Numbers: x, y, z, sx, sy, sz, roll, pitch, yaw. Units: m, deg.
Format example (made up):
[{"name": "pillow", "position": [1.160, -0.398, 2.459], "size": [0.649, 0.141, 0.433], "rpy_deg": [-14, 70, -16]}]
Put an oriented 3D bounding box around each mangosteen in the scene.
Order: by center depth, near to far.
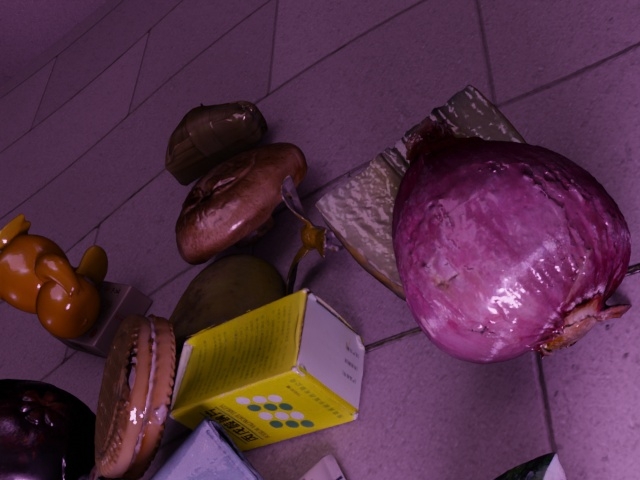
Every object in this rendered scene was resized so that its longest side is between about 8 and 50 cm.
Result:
[{"name": "mangosteen", "position": [-0.478, 0.370, 1.646], "size": [0.233, 0.287, 0.287], "rpy_deg": [-3, 42, 1]}]

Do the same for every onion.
[{"name": "onion", "position": [0.189, -0.039, 1.171], "size": [0.267, 0.159, 0.348], "rpy_deg": [-30, 65, -10]}]

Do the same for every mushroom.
[{"name": "mushroom", "position": [-0.143, -0.064, 1.780], "size": [0.278, 0.146, 0.278], "rpy_deg": [-37, 12, 9]}]

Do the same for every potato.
[{"name": "potato", "position": [-0.171, 0.112, 1.668], "size": [0.269, 0.112, 0.255], "rpy_deg": [-23, 39, 31]}]

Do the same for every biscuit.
[{"name": "biscuit", "position": [-0.271, 0.224, 1.489], "size": [0.259, 0.079, 0.259], "rpy_deg": [-167, 90, -71]}]

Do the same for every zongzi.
[{"name": "zongzi", "position": [-0.195, -0.245, 2.094], "size": [0.228, 0.115, 0.256], "rpy_deg": [-25, 28, 26]}]

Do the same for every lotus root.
[{"name": "lotus root", "position": [0.183, -0.018, 1.328], "size": [0.267, 0.149, 0.260], "rpy_deg": [-39, 63, -6]}]

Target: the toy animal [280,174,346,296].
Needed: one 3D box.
[{"name": "toy animal", "position": [0.000, 0.000, 1.615], "size": [0.095, 0.155, 0.219], "rpy_deg": [8, 102, 26]}]

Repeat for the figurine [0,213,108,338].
[{"name": "figurine", "position": [-0.509, 0.080, 1.919], "size": [0.228, 0.215, 0.215], "rpy_deg": [12, 56, 7]}]

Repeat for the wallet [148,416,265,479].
[{"name": "wallet", "position": [-0.144, 0.399, 1.272], "size": [0.251, 0.054, 0.290], "rpy_deg": [-47, 56, 0]}]

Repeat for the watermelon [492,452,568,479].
[{"name": "watermelon", "position": [0.186, 0.369, 0.929], "size": [0.176, 0.256, 0.260], "rpy_deg": [16, 49, 7]}]

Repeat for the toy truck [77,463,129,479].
[{"name": "toy truck", "position": [-0.358, 0.465, 1.504], "size": [0.270, 0.114, 0.135], "rpy_deg": [-54, 29, -8]}]

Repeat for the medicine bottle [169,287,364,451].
[{"name": "medicine bottle", "position": [-0.073, 0.190, 1.434], "size": [0.250, 0.137, 0.141], "rpy_deg": [-24, 44, 33]}]

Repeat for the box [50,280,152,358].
[{"name": "box", "position": [-0.424, 0.148, 1.975], "size": [0.201, 0.058, 0.141], "rpy_deg": [2, 57, 52]}]

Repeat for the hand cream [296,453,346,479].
[{"name": "hand cream", "position": [-0.075, 0.385, 1.312], "size": [0.276, 0.059, 0.095], "rpy_deg": [-40, 36, 5]}]
